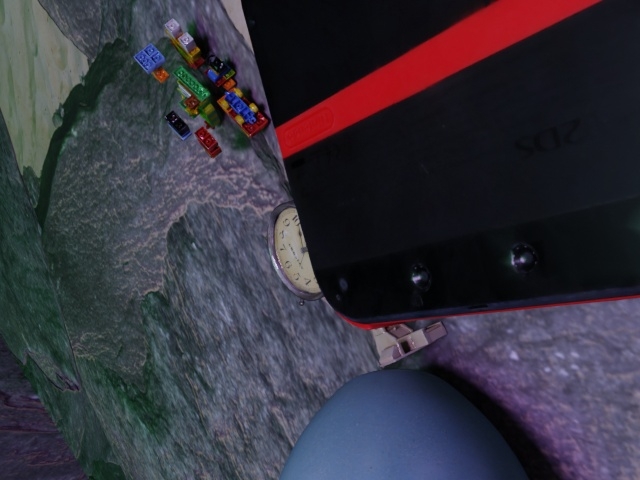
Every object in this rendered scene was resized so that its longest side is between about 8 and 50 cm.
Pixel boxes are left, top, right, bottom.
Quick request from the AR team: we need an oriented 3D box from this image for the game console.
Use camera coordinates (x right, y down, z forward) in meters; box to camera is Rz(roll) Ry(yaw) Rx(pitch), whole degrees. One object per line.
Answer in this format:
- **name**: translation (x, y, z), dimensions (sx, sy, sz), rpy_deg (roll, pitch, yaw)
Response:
- **game console**: translation (0.088, -0.111, 0.487), dimensions (0.387, 0.060, 0.341), rpy_deg (-16, 87, 53)

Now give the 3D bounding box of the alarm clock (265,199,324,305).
- **alarm clock**: translation (0.000, 0.000, 0.871), dimensions (0.129, 0.064, 0.192), rpy_deg (62, 146, 10)

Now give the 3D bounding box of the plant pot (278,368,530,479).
- **plant pot**: translation (0.085, 0.256, 0.745), dimensions (0.290, 0.290, 0.195), rpy_deg (117, 161, -45)

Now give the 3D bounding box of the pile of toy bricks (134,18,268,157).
- **pile of toy bricks**: translation (-0.169, -0.196, 0.982), dimensions (0.212, 0.118, 0.105), rpy_deg (47, 172, 15)

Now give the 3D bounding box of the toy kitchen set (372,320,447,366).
- **toy kitchen set**: translation (0.084, 0.099, 0.805), dimensions (0.083, 0.068, 0.075), rpy_deg (-36, 77, 53)
